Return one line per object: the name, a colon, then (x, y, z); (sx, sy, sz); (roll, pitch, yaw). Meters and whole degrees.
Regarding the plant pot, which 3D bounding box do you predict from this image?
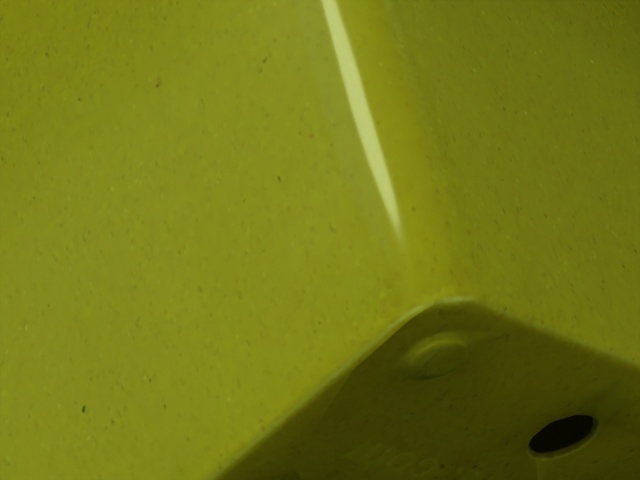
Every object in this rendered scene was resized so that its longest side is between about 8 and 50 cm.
plant pot: (0.000, 0.000, 0.449); (0.212, 0.212, 0.187); (-42, 49, 26)
